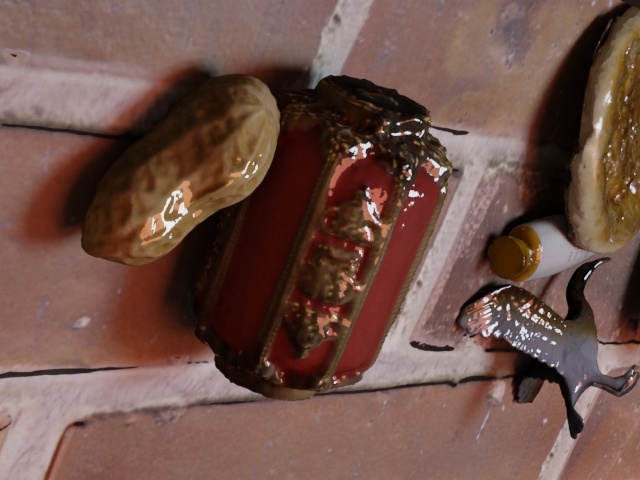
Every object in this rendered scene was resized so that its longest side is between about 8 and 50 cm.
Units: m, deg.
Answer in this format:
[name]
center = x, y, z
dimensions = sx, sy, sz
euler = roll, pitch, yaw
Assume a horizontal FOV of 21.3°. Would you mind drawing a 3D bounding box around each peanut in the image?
[peanut]
center = -0.103, -0.050, 1.304
dimensions = 0.194, 0.093, 0.083
euler = -47, 160, -20

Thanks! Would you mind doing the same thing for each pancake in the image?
[pancake]
center = 0.333, -0.118, 1.836
dimensions = 0.282, 0.049, 0.282
euler = -33, 131, -48

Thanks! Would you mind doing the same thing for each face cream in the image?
[face cream]
center = 0.251, 0.006, 1.864
dimensions = 0.182, 0.051, 0.072
euler = -14, 130, -49

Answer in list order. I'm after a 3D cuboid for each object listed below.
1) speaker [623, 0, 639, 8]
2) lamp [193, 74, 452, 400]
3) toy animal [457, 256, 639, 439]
[speaker]
center = 0.373, -0.399, 1.557
dimensions = 0.406, 0.183, 0.184
euler = -64, 153, 3
[lamp]
center = 0.000, 0.000, 1.420
dimensions = 0.177, 0.177, 0.274
euler = -2, 121, -53
[toy animal]
center = 0.291, 0.118, 1.935
dimensions = 0.197, 0.160, 0.272
euler = -42, 156, -7
